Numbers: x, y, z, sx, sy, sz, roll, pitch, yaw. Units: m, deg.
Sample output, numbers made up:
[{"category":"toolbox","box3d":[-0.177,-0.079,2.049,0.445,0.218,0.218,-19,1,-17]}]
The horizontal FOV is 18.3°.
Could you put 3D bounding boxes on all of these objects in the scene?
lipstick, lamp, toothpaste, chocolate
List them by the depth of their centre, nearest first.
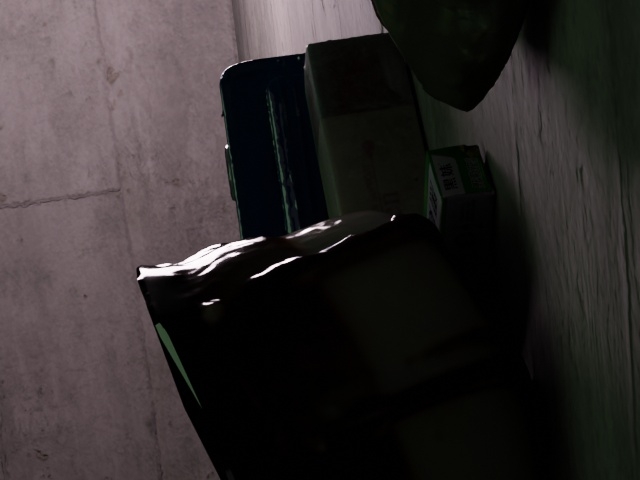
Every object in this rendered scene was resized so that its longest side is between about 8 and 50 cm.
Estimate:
[{"category":"lamp","box3d":[0.061,-0.162,0.985,0.250,0.101,0.101,83,175,-48]},{"category":"chocolate","box3d":[0.026,0.096,1.202,0.283,0.186,0.283,62,178,3]},{"category":"toothpaste","box3d":[0.087,0.011,1.296,0.178,0.037,0.043,89,173,-52]},{"category":"lipstick","box3d":[0.054,0.024,1.449,0.080,0.076,0.371,93,167,-61]}]

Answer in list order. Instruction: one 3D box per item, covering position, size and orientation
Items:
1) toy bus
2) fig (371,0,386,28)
[{"category":"toy bus","box3d":[0.000,0.000,1.662,0.175,0.138,0.287,110,152,-80]},{"category":"fig","box3d":[0.066,-0.143,1.134,0.088,0.074,0.074,13,-112,-77]}]
